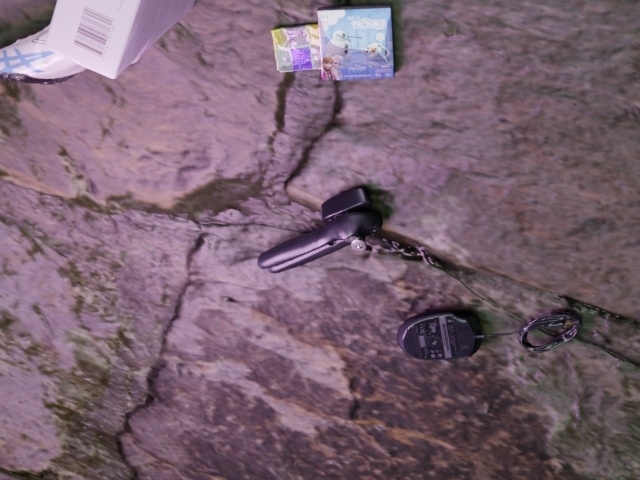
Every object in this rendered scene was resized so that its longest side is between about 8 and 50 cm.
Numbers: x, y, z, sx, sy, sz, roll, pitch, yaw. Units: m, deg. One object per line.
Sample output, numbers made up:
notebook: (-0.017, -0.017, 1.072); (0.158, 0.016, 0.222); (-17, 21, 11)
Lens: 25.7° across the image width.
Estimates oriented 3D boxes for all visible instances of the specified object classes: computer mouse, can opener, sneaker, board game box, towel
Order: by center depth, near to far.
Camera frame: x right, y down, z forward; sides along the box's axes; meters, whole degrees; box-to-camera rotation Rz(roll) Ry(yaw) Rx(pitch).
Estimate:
board game box: (0.044, -0.242, 1.714); (0.090, 0.020, 0.090); (-2, 114, 6)
towel: (-0.018, -0.239, 1.745); (0.083, 0.009, 0.060); (-1, 115, 15)
sneaker: (-0.333, -0.250, 1.793); (0.237, 0.085, 0.086); (-9, 86, 22)
can opener: (0.000, 0.000, 1.836); (0.186, 0.073, 0.059); (-30, 143, 28)
computer mouse: (0.220, 0.116, 1.840); (0.242, 0.041, 0.071); (-4, 112, 10)

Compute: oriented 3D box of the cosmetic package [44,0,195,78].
cosmetic package: (-0.165, -0.400, 1.553); (0.097, 0.284, 0.377); (26, 118, 4)
